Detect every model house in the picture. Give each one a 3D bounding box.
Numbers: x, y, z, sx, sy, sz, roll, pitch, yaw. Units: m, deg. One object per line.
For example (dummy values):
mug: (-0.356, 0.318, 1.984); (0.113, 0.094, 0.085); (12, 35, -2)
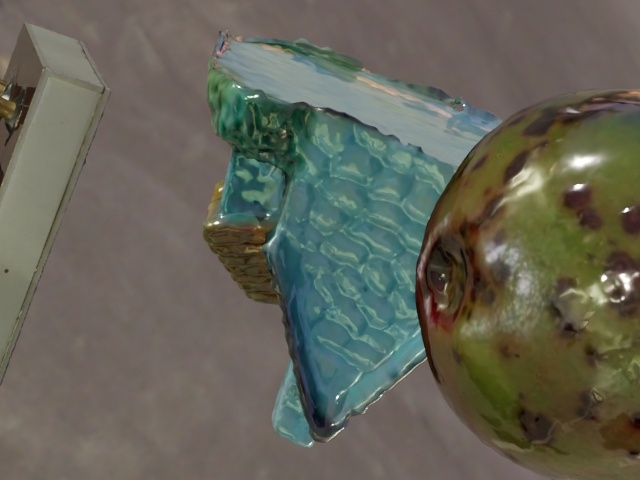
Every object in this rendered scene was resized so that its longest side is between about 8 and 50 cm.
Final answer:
model house: (0.000, 0.000, 1.296); (0.226, 0.241, 0.261); (17, 15, -1)

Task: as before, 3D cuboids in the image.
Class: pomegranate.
pomegranate: (0.205, 0.044, 1.017); (0.306, 0.242, 0.242); (23, 30, -8)

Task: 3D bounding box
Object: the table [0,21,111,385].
table: (-0.223, -0.011, 1.075); (0.111, 0.240, 0.121); (17, 13, -19)
